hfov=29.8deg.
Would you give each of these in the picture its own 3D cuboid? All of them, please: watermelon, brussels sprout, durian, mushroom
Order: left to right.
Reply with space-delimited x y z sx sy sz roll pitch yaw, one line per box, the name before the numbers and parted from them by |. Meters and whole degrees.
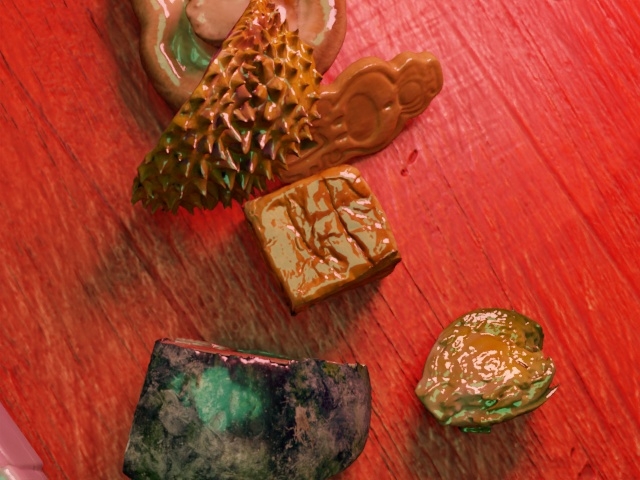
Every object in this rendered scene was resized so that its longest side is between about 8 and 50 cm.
durian | -0.116 -0.118 1.318 0.154 0.260 0.186 44 44 18
mushroom | -0.104 -0.268 1.426 0.278 0.146 0.278 0 92 11
watermelon | -0.078 0.164 1.339 0.318 0.226 0.148 -7 113 -33
brussels sprout | 0.193 0.154 1.414 0.181 0.100 0.139 -29 74 -9

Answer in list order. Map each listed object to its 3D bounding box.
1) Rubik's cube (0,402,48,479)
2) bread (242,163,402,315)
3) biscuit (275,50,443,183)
Rubik's cube | -0.453 0.281 1.202 0.322 0.319 0.316 -37 85 -12
bread | 0.000 0.000 1.388 0.143 0.158 0.149 -26 90 -9
biscuit | 0.042 -0.150 1.432 0.236 0.144 0.040 -26 57 -8
